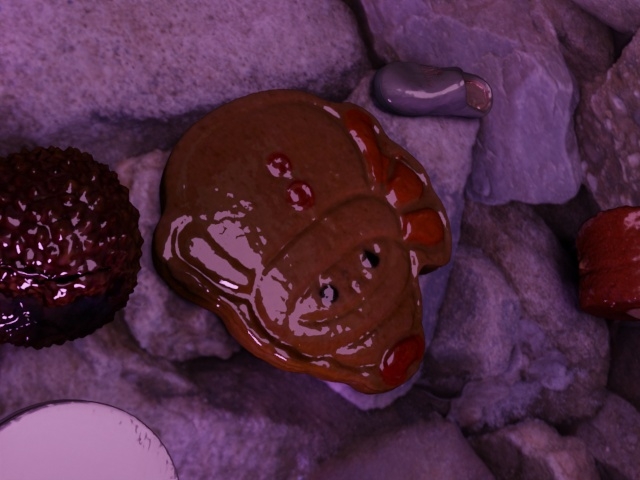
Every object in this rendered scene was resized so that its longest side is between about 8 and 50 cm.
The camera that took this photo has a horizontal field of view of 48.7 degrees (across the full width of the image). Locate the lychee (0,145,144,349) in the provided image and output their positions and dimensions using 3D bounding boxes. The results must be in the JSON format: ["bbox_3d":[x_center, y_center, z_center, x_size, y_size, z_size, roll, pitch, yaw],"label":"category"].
[{"bbox_3d":[-0.249,0.002,0.637,0.188,0.188,0.188,8,71,-24],"label":"lychee"}]

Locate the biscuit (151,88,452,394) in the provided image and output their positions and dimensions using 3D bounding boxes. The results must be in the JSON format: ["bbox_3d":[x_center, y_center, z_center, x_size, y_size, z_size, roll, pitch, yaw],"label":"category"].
[{"bbox_3d":[0.000,0.000,0.824,0.359,0.074,0.381,-34,88,-29],"label":"biscuit"}]

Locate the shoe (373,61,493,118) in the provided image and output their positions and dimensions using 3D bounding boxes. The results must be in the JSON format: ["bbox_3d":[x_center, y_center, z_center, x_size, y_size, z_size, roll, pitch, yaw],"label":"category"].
[{"bbox_3d":[0.169,-0.212,0.964,0.195,0.078,0.079,3,73,-30],"label":"shoe"}]

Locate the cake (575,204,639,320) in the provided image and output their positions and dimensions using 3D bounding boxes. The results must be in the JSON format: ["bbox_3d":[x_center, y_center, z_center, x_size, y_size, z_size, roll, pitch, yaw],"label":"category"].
[{"bbox_3d":[0.490,0.045,0.970,0.283,0.177,0.150,1,68,2],"label":"cake"}]

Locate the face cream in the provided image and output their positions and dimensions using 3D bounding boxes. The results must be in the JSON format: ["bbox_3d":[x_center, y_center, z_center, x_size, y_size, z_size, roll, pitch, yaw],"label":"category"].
[{"bbox_3d":[-0.219,0.224,0.590,0.177,0.153,0.177,7,73,-24],"label":"face cream"}]
